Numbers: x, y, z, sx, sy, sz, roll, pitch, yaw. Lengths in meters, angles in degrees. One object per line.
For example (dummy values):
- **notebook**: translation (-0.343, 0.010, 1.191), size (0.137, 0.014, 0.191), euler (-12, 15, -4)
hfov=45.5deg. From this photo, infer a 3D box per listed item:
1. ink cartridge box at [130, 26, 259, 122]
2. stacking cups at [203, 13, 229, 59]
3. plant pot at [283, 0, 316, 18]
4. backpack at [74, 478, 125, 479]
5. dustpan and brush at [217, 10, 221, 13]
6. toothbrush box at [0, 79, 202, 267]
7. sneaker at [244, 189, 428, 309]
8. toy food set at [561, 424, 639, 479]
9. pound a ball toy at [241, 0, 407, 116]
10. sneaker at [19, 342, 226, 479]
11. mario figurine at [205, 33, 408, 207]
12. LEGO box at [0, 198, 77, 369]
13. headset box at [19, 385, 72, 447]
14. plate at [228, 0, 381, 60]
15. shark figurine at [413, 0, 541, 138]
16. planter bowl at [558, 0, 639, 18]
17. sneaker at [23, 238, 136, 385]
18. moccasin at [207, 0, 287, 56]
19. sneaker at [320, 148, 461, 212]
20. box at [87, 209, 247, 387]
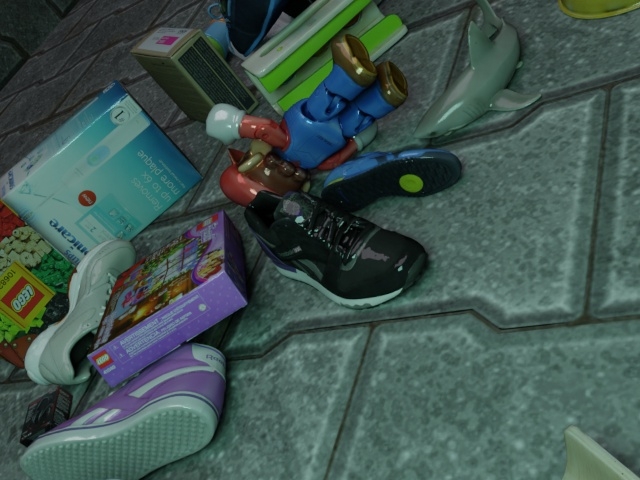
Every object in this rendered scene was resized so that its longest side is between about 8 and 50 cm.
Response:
- **ink cartridge box**: translation (-0.255, -0.330, 1.541), size (0.088, 0.193, 0.234), euler (-47, 34, -12)
- **stacking cups**: translation (-0.242, -0.464, 1.803), size (0.096, 0.096, 0.316), euler (-5, 41, 42)
- **plant pot**: translation (-0.026, -0.536, 1.481), size (0.167, 0.188, 0.187), euler (14, 64, 52)
- **backpack**: translation (-0.227, 0.328, 0.771), size (0.188, 0.144, 0.166), euler (-18, 44, 35)
- **dustpan and brush**: translation (-0.167, -0.650, 1.978), size (0.211, 0.060, 0.147), euler (-50, 21, -5)
- **toothbrush box**: translation (-0.406, -0.112, 1.408), size (0.295, 0.216, 0.126), euler (-40, 32, -2)
- **sneaker**: translation (0.000, 0.000, 0.952), size (0.283, 0.124, 0.107), euler (9, 57, 49)
- **toy food set**: translation (0.133, 0.291, 0.498), size (0.306, 0.092, 0.220), euler (-42, 33, -5)
- **pound a ball toy**: translation (-0.002, -0.392, 1.350), size (0.319, 0.208, 0.136), euler (-42, 33, -2)
- **sneaker**: translation (-0.237, 0.218, 0.967), size (0.282, 0.102, 0.161), euler (-21, 30, 16)
- **mario figurine**: translation (-0.035, -0.172, 1.123), size (0.320, 0.198, 0.170), euler (-38, 11, 28)
- **LEGO box**: translation (-0.701, 0.014, 1.406), size (0.500, 0.372, 0.193), euler (7, 54, 48)
- **headset box**: translation (-0.403, 0.259, 1.126), size (0.062, 0.032, 0.083), euler (-30, 35, 14)
- **plate**: translation (-0.046, -0.464, 1.590), size (0.278, 0.045, 0.277), euler (-43, 43, -4)
- **shark figurine**: translation (0.228, -0.271, 1.067), size (0.166, 0.116, 0.278), euler (-4, 48, 40)
- **planter bowl**: translation (0.421, -0.415, 1.065), size (0.217, 0.090, 0.217), euler (-27, 34, 20)
- **sneaker**: translation (-0.345, 0.116, 1.200), size (0.121, 0.099, 0.262), euler (4, 59, 37)
- **moccasin**: translation (-0.125, -0.446, 1.398), size (0.138, 0.117, 0.342), euler (-57, 9, -15)
- **sneaker**: translation (0.095, -0.098, 1.028), size (0.209, 0.069, 0.082), euler (-12, 38, 36)
- **box**: translation (-0.203, 0.066, 1.060), size (0.201, 0.057, 0.293), euler (-32, 18, 2)
